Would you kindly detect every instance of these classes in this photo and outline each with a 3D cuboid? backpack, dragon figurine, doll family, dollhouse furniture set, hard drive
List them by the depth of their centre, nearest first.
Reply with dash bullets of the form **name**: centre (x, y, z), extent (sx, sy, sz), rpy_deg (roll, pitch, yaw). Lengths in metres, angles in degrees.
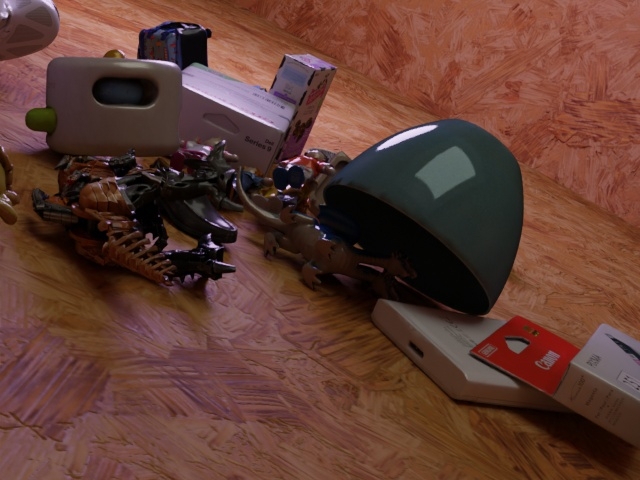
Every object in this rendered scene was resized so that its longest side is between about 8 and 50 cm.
- **hard drive**: centre (0.239, 0.158, 1.462), extent (0.307, 0.040, 0.203), rpy_deg (13, 19, -37)
- **dragon figurine**: centre (0.000, 0.000, 1.544), extent (0.289, 0.085, 0.144), rpy_deg (34, 18, 29)
- **doll family**: centre (-0.103, -0.086, 1.683), extent (0.262, 0.119, 0.163), rpy_deg (10, 17, 16)
- **dollhouse furniture set**: centre (0.082, -0.079, 1.761), extent (0.151, 0.144, 0.123), rpy_deg (43, -30, -9)
- **backpack**: centre (-0.304, -0.357, 2.167), extent (0.116, 0.158, 0.173), rpy_deg (-16, 26, -41)

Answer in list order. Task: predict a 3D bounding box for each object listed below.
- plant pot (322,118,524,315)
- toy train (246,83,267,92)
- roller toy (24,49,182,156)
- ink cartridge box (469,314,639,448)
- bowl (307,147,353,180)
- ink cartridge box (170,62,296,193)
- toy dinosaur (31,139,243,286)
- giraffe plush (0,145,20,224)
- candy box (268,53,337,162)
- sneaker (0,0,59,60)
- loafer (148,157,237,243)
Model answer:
- **plant pot**: centre (0.176, -0.059, 1.568), extent (0.290, 0.195, 0.290), rpy_deg (35, -14, 10)
- **toy train**: centre (-0.153, -0.274, 2.199), extent (0.105, 0.080, 0.184), rpy_deg (-2, 13, 0)
- **roller toy**: centre (-0.289, -0.195, 1.548), extent (0.191, 0.146, 0.209), rpy_deg (6, 8, 24)
- **ink cartridge box**: centre (0.345, 0.156, 1.442), extent (0.238, 0.060, 0.275), rpy_deg (30, 17, 17)
- **bowl**: centre (0.040, -0.091, 1.922), extent (0.170, 0.080, 0.170), rpy_deg (23, 15, -7)
- **ink cartridge box**: centre (-0.167, -0.201, 1.896), extent (0.211, 0.122, 0.289), rpy_deg (24, 15, -3)
- **toy dinosaur**: centre (-0.214, -0.017, 1.254), extent (0.218, 0.164, 0.322), rpy_deg (1, 42, -23)
- **giraffe plush**: centre (-0.392, -0.074, 1.085), extent (0.170, 0.210, 0.181), rpy_deg (42, 32, -44)
- **candy box**: centre (-0.054, -0.258, 2.117), extent (0.070, 0.196, 0.165), rpy_deg (27, 16, 10)
- **sneaker**: centre (-0.534, -0.281, 1.616), extent (0.257, 0.169, 0.447), rpy_deg (43, 30, 28)
- **loafer**: centre (-0.179, -0.052, 1.491), extent (0.170, 0.061, 0.062), rpy_deg (30, 15, 19)
